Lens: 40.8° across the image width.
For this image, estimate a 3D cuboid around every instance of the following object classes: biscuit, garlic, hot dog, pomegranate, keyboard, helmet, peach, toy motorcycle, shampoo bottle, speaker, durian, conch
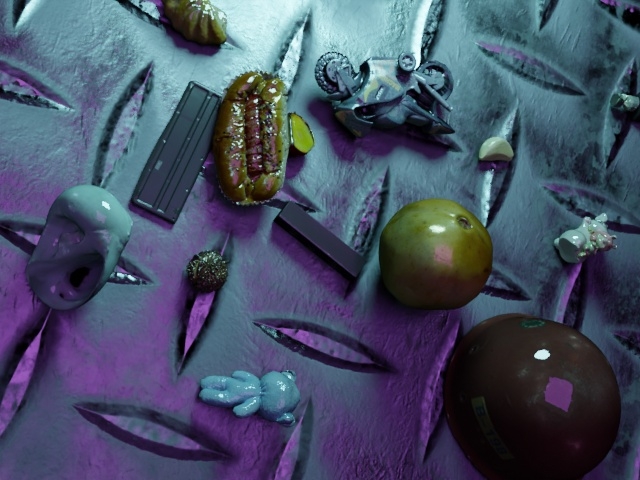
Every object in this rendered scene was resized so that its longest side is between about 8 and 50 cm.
[{"bbox_3d":[-0.245,-0.461,1.662,0.118,0.061,0.183,-18,86,-19],"label":"biscuit"},{"bbox_3d":[0.373,-0.193,1.823,0.083,0.041,0.053,4,83,-25],"label":"garlic"},{"bbox_3d":[-0.131,-0.193,1.628,0.144,0.075,0.268,3,82,-7],"label":"hot dog"},{"bbox_3d":[0.219,0.028,1.627,0.233,0.233,0.233,4,78,-18],"label":"pomegranate"},{"bbox_3d":[-0.276,-0.123,1.601,0.103,0.041,0.381,27,66,-11],"label":"keyboard"},{"bbox_3d":[0.445,0.314,1.646,0.338,0.230,0.385,-21,85,-21],"label":"helmet"},{"bbox_3d":[-0.054,-0.203,1.676,0.083,0.050,0.077,56,46,-11],"label":"peach"},{"bbox_3d":[0.133,-0.289,1.732,0.307,0.108,0.173,1,88,-19],"label":"toy motorcycle"},{"bbox_3d":[0.758,-0.303,1.957,0.208,0.063,0.057,8,65,-16],"label":"shampoo bottle"},{"bbox_3d":[0.000,0.000,1.660,0.191,0.040,0.046,39,68,-7],"label":"speaker"},{"bbox_3d":[-0.201,0.055,1.564,0.091,0.080,0.080,-22,87,-31],"label":"durian"},{"bbox_3d":[-0.404,0.015,1.459,0.121,0.185,0.221,18,114,-42],"label":"conch"}]

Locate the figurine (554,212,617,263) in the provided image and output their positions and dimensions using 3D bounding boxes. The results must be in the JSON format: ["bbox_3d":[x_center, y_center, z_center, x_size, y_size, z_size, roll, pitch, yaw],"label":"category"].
[{"bbox_3d":[0.583,0.002,1.830,0.146,0.081,0.098,-23,50,-21],"label":"figurine"}]

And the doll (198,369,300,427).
[{"bbox_3d":[-0.126,0.285,1.550,0.180,0.075,0.120,-1,47,2],"label":"doll"}]
